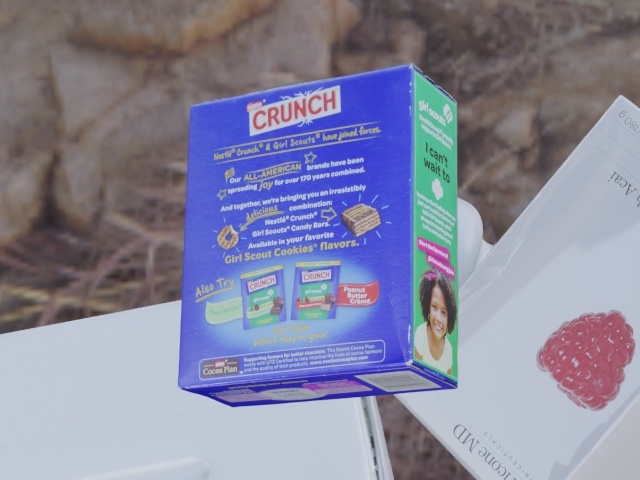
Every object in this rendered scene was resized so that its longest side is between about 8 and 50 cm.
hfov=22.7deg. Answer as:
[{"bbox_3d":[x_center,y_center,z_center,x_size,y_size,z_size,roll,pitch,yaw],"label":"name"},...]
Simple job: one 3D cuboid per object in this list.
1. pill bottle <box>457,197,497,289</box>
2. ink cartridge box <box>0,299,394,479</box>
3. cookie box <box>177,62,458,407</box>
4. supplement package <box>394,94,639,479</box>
[{"bbox_3d":[0.049,0.010,1.414,0.272,0.152,0.152,26,42,-5],"label":"pill bottle"},{"bbox_3d":[-0.068,0.159,0.840,0.226,0.306,0.131,-11,57,0],"label":"ink cartridge box"},{"bbox_3d":[0.000,0.000,0.558,0.092,0.040,0.107,-8,70,26],"label":"cookie box"},{"bbox_3d":[0.229,0.070,1.245,0.177,0.293,0.175,44,11,31],"label":"supplement package"}]
